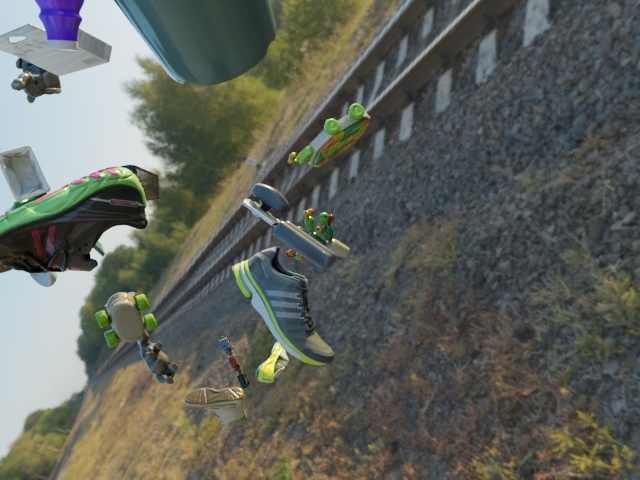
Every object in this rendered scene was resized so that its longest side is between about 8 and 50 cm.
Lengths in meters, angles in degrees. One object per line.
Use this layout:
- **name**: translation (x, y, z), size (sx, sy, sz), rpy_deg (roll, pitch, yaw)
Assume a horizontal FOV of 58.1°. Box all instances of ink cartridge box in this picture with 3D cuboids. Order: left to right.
- **ink cartridge box**: translation (-0.849, -0.612, 1.797), size (0.296, 0.261, 0.066), rpy_deg (1, 80, 36)

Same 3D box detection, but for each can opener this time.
- **can opener**: translation (-0.073, -0.041, 1.452), size (0.095, 0.283, 0.076), rpy_deg (-58, -14, 12)

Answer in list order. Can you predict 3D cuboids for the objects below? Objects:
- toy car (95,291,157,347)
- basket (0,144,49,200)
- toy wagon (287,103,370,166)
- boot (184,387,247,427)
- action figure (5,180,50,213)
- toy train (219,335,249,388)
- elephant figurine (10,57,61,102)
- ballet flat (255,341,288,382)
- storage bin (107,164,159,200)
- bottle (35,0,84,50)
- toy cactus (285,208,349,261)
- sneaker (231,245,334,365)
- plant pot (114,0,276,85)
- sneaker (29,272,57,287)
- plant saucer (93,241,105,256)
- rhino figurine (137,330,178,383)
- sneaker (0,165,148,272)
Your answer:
- **toy car**: translation (-0.635, 0.227, 1.855), size (0.155, 0.148, 0.188), rpy_deg (-23, 28, -19)
- **basket**: translation (-1.005, -0.232, 1.950), size (0.113, 0.167, 0.103), rpy_deg (-22, 19, -21)
- **toy wagon**: translation (0.031, -0.359, 2.121), size (0.344, 0.068, 0.267), rpy_deg (-36, -9, -23)
- **boot**: translation (-0.378, 0.612, 2.096), size (0.077, 0.213, 0.165), rpy_deg (-96, 4, -52)
- **action figure**: translation (-1.080, -0.130, 2.119), size (0.232, 0.064, 0.137), rpy_deg (-78, -7, -71)
- **toy train**: translation (-0.241, 0.340, 1.602), size (0.027, 0.158, 0.036), rpy_deg (-26, -2, 3)
- **elephant figurine**: translation (-1.057, -0.588, 2.137), size (0.169, 0.186, 0.239), rpy_deg (-34, 55, 42)
- **ballet flat**: translation (-0.160, 0.446, 2.092), size (0.231, 0.077, 0.077), rpy_deg (-49, -31, -65)
- **storage bin**: translation (-0.650, -0.193, 1.989), size (0.180, 0.122, 0.084), rpy_deg (24, -120, -74)
- **bottle**: translation (-0.597, -0.580, 1.309), size (0.118, 0.092, 0.282), rpy_deg (-24, -61, -56)
- **toy cactus**: translation (0.000, 0.000, 1.759), size (0.219, 0.181, 0.112), rpy_deg (-59, 13, 32)
- **sneaker**: translation (-0.063, 0.143, 1.256), size (0.121, 0.300, 0.111), rpy_deg (-39, -1, 11)
- **plant pot**: translation (-0.250, -0.495, 1.076), size (0.334, 0.341, 0.341), rpy_deg (66, -141, -54)
- **sneaker**: translation (-0.787, 0.023, 1.687), size (0.151, 0.256, 0.094), rpy_deg (-7, -39, -50)
- **plant saucer**: translation (-0.893, -0.009, 2.225), size (0.018, 0.192, 0.067), rpy_deg (-31, 56, -6)
- **rhino figurine**: translation (-0.570, 0.383, 1.956), size (0.073, 0.243, 0.106), rpy_deg (-33, -2, -33)
- **sneaker**: translation (-0.616, 0.008, 1.305), size (0.483, 0.202, 0.185), rpy_deg (-28, 16, -9)
